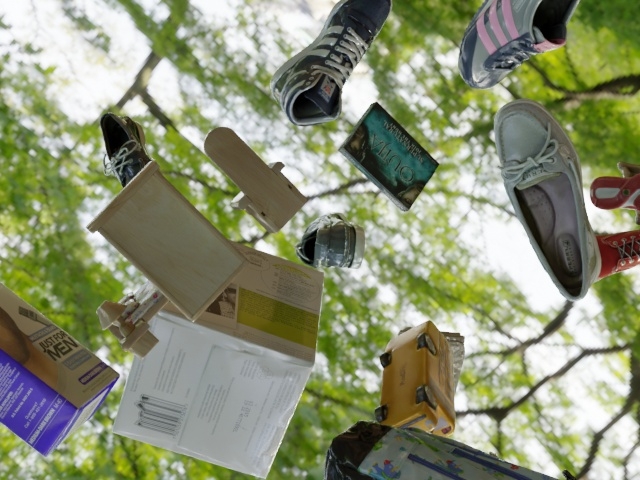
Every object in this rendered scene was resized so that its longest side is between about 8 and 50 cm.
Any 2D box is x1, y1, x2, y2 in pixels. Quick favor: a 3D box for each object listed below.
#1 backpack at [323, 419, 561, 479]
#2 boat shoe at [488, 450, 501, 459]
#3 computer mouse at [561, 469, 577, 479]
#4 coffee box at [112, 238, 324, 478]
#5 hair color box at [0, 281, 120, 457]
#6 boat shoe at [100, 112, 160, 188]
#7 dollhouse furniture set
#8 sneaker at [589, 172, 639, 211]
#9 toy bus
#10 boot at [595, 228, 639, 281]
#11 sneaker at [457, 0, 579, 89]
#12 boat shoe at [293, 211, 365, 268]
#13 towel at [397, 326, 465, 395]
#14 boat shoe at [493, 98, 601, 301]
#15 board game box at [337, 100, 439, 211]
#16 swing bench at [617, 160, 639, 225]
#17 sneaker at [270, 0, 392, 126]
[{"bbox_3d":[0.195,0.410,1.298,0.355,0.290,0.273,20,-152,37],"label":"backpack"},{"bbox_3d":[0.377,0.522,2.178,0.302,0.113,0.103,27,-144,-43],"label":"boat shoe"},{"bbox_3d":[0.643,0.631,2.288,0.071,0.041,0.242,45,-179,-43],"label":"computer mouse"},{"bbox_3d":[-0.207,0.227,2.055,0.338,0.338,0.334,19,-150,-7],"label":"coffee box"},{"bbox_3d":[-0.502,0.172,1.540,0.338,0.110,0.185,36,-168,1],"label":"hair color box"},{"bbox_3d":[-0.377,-0.161,1.912,0.079,0.095,0.255,25,-147,-42],"label":"boat shoe"},{"bbox_3d":[-0.215,-0.017,1.346,0.174,0.303,0.355,46,171,-14],"label":"dollhouse furniture set"},{"bbox_3d":[0.616,-0.089,1.781,0.128,0.087,0.221,-7,-165,-36],"label":"sneaker"},{"bbox_3d":[0.188,0.285,1.888,0.130,0.108,0.333,53,-160,-19],"label":"toy bus"},{"bbox_3d":[0.578,0.012,1.807,0.244,0.176,0.089,-14,-94,-36],"label":"boot"},{"bbox_3d":[0.308,-0.317,1.493,0.112,0.319,0.131,-10,-119,-22],"label":"sneaker"},{"bbox_3d":[0.000,0.000,1.933,0.099,0.116,0.319,4,-177,-15],"label":"boat shoe"},{"bbox_3d":[0.269,0.363,2.561,0.187,0.282,0.049,7,-162,-12],"label":"towel"},{"bbox_3d":[0.352,-0.064,1.509,0.103,0.118,0.321,-38,-69,-69],"label":"boat shoe"},{"bbox_3d":[0.135,-0.162,1.906,0.186,0.126,0.026,41,159,-19],"label":"board game box"},{"bbox_3d":[0.714,-0.186,1.950,0.165,0.255,0.253,5,-147,4],"label":"swing bench"},{"bbox_3d":[0.032,-0.317,1.723,0.099,0.282,0.153,37,-160,-31],"label":"sneaker"}]
